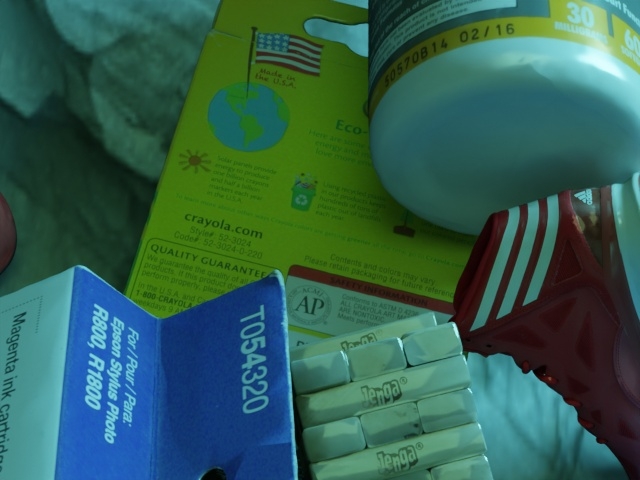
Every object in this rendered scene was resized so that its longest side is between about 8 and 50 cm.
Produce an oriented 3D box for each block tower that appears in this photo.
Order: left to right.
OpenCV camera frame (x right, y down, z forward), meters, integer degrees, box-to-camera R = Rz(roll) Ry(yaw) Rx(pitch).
[{"bbox_3d":[0.058,0.203,0.852,0.091,0.097,0.335,-13,78,-6],"label":"block tower"}]

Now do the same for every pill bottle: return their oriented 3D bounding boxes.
[{"bbox_3d":[0.108,-0.153,1.000,0.162,0.162,0.278,4,56,-5],"label":"pill bottle"}]

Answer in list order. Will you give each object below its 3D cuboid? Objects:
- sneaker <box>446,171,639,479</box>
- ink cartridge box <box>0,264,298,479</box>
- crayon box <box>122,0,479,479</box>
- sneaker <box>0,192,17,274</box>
[{"bbox_3d":[0.141,0.065,0.967,0.128,0.221,0.087,-7,26,13],"label":"sneaker"},{"bbox_3d":[-0.169,0.160,0.781,0.330,0.071,0.324,-24,38,15],"label":"ink cartridge box"},{"bbox_3d":[0.000,0.000,1.032,0.202,0.081,0.318,14,59,1],"label":"crayon box"},{"bbox_3d":[-0.299,0.018,0.952,0.276,0.135,0.097,-30,69,-21],"label":"sneaker"}]
